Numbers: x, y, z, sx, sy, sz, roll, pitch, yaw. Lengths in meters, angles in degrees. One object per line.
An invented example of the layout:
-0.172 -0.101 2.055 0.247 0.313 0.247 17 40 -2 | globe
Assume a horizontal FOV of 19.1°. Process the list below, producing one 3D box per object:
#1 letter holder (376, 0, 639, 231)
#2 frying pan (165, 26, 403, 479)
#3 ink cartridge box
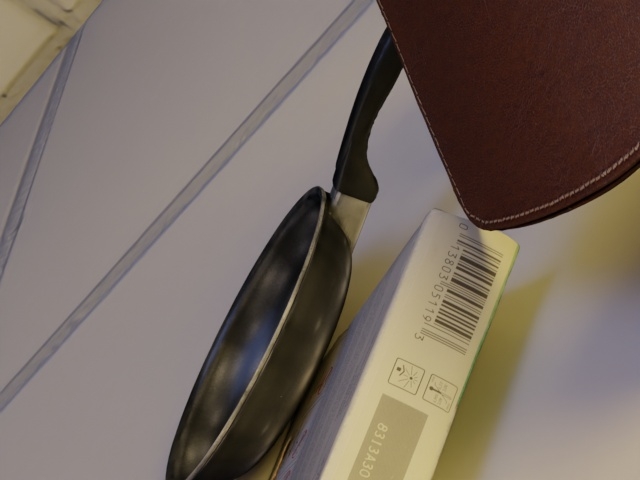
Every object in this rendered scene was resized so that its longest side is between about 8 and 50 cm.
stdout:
0.134 -0.137 0.795 0.152 0.214 0.302 -18 -6 -14 | letter holder
-0.007 0.004 1.121 0.326 0.053 0.197 -64 10 -8 | frying pan
0.016 0.109 0.973 0.225 0.056 0.181 118 176 -58 | ink cartridge box
